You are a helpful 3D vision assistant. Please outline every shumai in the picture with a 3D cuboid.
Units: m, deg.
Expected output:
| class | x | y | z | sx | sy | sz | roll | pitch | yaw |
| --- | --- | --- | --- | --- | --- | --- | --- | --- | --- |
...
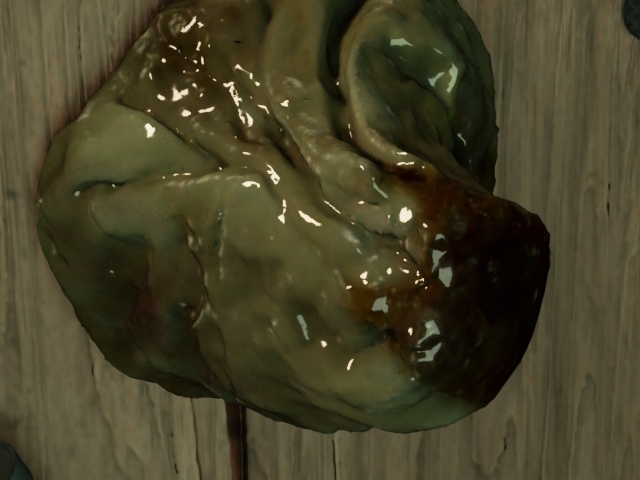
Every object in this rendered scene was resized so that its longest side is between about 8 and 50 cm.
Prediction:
| class | x | y | z | sx | sy | sz | roll | pitch | yaw |
| --- | --- | --- | --- | --- | --- | --- | --- | --- | --- |
| shumai | 0.000 | 0.000 | 1.205 | 0.304 | 0.263 | 0.309 | -8 | 114 | -17 |

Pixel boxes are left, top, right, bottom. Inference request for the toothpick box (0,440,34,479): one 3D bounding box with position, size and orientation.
| class | x | y | z | sx | sy | sz | roll | pitch | yaw |
| --- | --- | --- | --- | --- | --- | --- | --- | --- | --- |
| toothpick box | -0.203 | 0.220 | 1.318 | 0.101 | 0.101 | 0.153 | -33 | 116 | -3 |
